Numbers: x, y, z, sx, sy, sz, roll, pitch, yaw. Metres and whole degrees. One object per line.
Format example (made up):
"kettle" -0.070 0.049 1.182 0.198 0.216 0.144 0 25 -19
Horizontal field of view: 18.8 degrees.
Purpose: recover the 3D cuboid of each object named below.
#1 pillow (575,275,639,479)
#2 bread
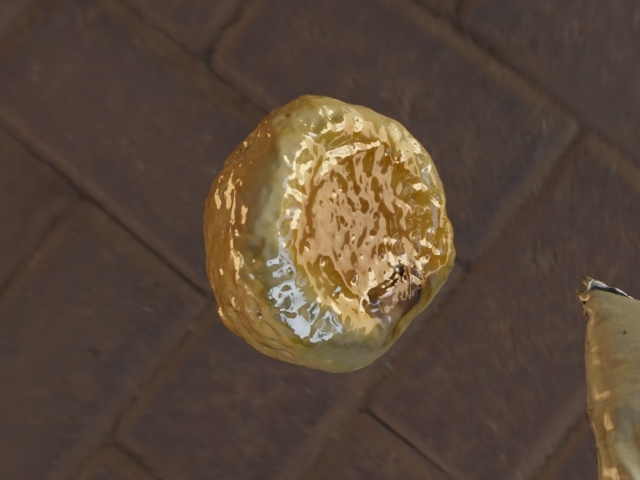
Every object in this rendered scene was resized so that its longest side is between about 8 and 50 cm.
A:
"pillow" 0.137 0.104 0.512 0.148 0.229 0.050 24 121 -11
"bread" 0.000 0.000 1.629 0.134 0.244 0.244 -12 73 42
